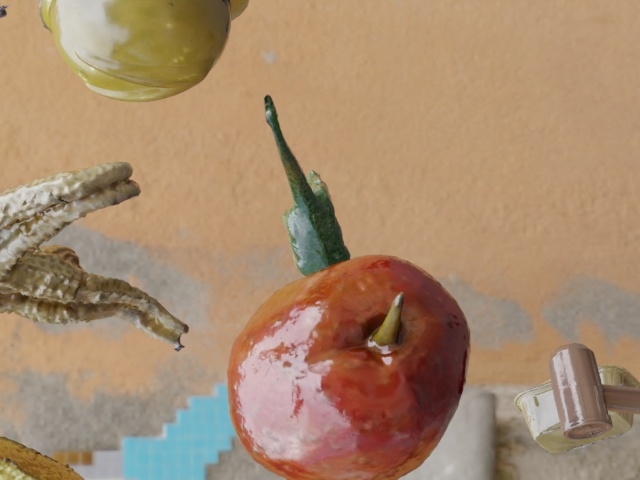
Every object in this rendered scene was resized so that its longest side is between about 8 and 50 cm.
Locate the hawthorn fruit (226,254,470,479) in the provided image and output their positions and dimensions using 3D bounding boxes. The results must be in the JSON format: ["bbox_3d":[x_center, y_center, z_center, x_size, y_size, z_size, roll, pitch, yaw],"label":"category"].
[{"bbox_3d":[0.043,0.138,1.237,0.330,0.287,0.287,119,148,-57],"label":"hawthorn fruit"}]

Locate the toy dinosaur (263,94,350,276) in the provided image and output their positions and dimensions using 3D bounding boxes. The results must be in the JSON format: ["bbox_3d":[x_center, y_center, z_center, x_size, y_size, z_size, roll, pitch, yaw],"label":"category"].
[{"bbox_3d":[0.000,0.000,1.517,0.301,0.087,0.447,-128,17,-78],"label":"toy dinosaur"}]

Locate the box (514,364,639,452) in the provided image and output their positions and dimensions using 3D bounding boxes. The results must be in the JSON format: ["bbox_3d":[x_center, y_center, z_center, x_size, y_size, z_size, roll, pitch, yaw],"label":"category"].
[{"bbox_3d":[0.370,0.234,1.560,0.177,0.111,0.111,-25,57,28],"label":"box"}]

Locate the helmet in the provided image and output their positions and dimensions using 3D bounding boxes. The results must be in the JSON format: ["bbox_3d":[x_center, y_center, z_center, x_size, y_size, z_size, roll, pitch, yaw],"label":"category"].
[{"bbox_3d":[-0.193,-0.233,1.270,0.205,0.257,0.140,99,161,-66],"label":"helmet"}]

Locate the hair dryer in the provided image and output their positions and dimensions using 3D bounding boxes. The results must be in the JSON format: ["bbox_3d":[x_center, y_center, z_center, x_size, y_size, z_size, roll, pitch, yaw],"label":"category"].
[{"bbox_3d":[0.383,0.202,1.415,0.064,0.181,0.117,-50,38,49],"label":"hair dryer"}]

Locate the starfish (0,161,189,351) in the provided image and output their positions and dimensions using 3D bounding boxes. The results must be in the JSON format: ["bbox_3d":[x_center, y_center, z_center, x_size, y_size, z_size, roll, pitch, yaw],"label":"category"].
[{"bbox_3d":[-0.298,0.052,1.068,0.432,0.324,0.082,97,161,-59],"label":"starfish"}]

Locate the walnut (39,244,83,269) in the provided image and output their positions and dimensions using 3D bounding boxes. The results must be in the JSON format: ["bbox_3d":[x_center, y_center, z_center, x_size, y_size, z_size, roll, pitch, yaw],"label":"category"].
[{"bbox_3d":[-0.343,0.047,1.353,0.082,0.096,0.079,10,117,47],"label":"walnut"}]

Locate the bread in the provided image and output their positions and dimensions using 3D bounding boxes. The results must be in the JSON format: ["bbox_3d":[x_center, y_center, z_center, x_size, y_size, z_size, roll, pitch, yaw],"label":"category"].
[{"bbox_3d":[-0.289,0.259,1.050,0.103,0.187,0.065,-58,25,2],"label":"bread"}]

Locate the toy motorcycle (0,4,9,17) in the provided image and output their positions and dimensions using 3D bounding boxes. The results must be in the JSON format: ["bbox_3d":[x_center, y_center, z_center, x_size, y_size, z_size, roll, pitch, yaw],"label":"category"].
[{"bbox_3d":[-0.552,-0.362,1.700,0.173,0.100,0.058,-37,2,29],"label":"toy motorcycle"}]
